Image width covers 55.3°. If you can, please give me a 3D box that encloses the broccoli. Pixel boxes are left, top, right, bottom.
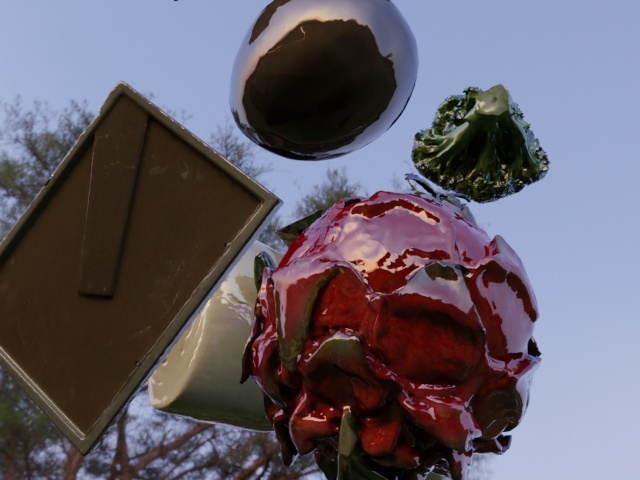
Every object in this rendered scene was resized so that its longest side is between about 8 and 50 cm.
[{"bbox_3d":[0.358,-0.225,1.382,0.308,0.307,0.275,3,-24,12],"label":"broccoli"}]

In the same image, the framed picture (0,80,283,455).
[{"bbox_3d":[-0.232,0.022,0.666,0.247,0.022,0.335,37,-88,18],"label":"framed picture"}]

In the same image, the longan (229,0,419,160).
[{"bbox_3d":[0.000,-0.209,0.775,0.248,0.248,0.248,7,-50,8],"label":"longan"}]

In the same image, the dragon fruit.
[{"bbox_3d":[0.055,0.054,0.487,0.234,0.293,0.233,6,-48,7],"label":"dragon fruit"}]

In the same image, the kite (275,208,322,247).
[{"bbox_3d":[0.000,0.000,1.609,0.245,0.006,0.198,8,-56,-8],"label":"kite"}]

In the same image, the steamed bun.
[{"bbox_3d":[-0.188,0.192,1.421,0.290,0.455,0.371,-24,-40,38],"label":"steamed bun"}]

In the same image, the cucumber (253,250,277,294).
[{"bbox_3d":[-0.109,0.075,1.297,0.035,0.067,0.107,-7,-80,38],"label":"cucumber"}]
